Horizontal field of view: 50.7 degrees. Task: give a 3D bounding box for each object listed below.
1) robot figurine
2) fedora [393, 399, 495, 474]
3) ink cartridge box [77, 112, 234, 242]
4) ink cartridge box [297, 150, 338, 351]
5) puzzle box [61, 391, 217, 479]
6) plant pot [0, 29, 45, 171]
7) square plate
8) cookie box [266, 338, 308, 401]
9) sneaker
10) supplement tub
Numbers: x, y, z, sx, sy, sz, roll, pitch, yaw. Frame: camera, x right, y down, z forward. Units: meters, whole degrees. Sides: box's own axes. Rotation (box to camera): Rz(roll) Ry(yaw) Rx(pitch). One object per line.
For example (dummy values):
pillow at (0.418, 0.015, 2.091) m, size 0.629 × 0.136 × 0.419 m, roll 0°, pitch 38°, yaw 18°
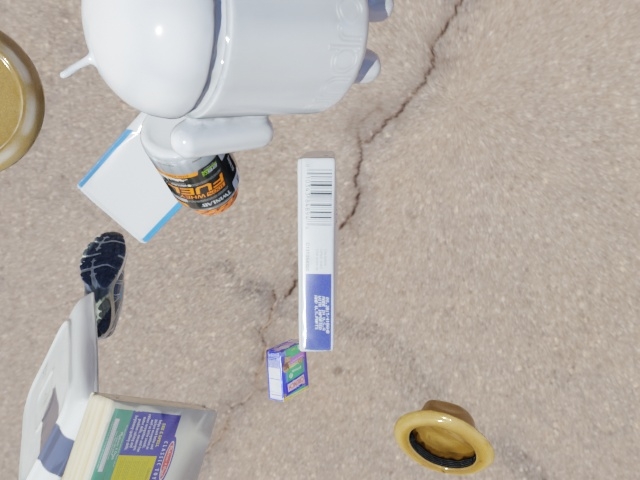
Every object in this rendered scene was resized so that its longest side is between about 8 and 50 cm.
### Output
robot figurine at (-0.091, -0.232, 0.713) m, size 0.200 × 0.353 × 0.300 m, roll 36°, pitch 127°, yaw 46°
fedora at (0.233, 0.358, 1.260) m, size 0.194 × 0.079 × 0.194 m, roll 11°, pitch 133°, yaw 12°
ink cartridge box at (-0.273, -0.208, 1.338) m, size 0.166 × 0.395 × 0.285 m, roll 43°, pitch 107°, yaw -15°
ink cartridge box at (0.000, 0.000, 1.251) m, size 0.071 × 0.330 × 0.324 m, roll 0°, pitch 100°, yaw 3°
puzzle box at (-0.319, 0.454, 1.079) m, size 0.052 × 0.272 × 0.409 m, roll 11°, pitch 79°, yaw 30°
plant pot at (-0.524, -0.204, 0.971) m, size 0.236 × 0.032 × 0.236 m, roll -3°, pitch 101°, yaw -17°
square plate at (-0.536, 0.327, 1.364) m, size 0.049 × 0.344 × 0.347 m, roll 20°, pitch 113°, yaw -31°
cookie box at (-0.068, 0.271, 1.416) m, size 0.040 × 0.092 × 0.107 m, roll 3°, pitch 101°, yaw 35°
sneaker at (-0.555, 0.117, 1.737) m, size 0.110 × 0.122 × 0.283 m, roll 7°, pitch 74°, yaw 2°
supplement tub at (-0.193, -0.123, 1.047) m, size 0.117 × 0.190 × 0.117 m, roll -4°, pitch 63°, yaw 8°
